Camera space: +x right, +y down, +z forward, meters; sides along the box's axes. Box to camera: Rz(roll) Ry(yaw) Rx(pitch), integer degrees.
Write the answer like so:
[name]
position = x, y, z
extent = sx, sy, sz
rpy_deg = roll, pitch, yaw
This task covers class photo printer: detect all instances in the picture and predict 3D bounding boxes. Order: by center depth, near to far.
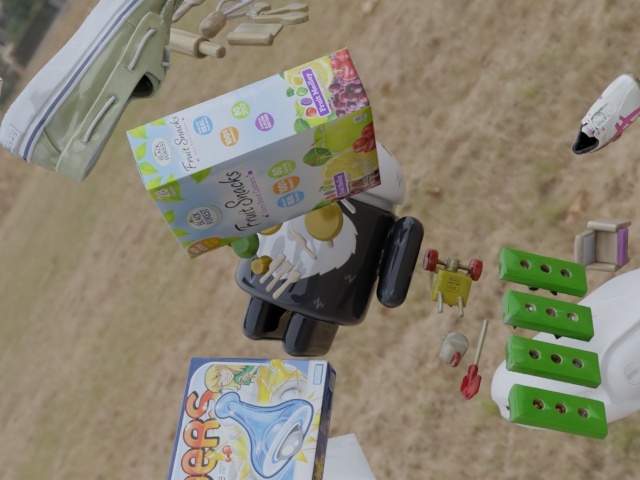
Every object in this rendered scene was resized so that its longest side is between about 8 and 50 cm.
[photo printer]
position = 0.382, 0.140, 1.464
extent = 0.307, 0.107, 0.256
rpy_deg = -32, 3, -27

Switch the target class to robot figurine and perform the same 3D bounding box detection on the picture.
[robot figurine]
position = -0.003, -0.001, 1.350
extent = 0.173, 0.209, 0.278
rpy_deg = -154, 83, -75

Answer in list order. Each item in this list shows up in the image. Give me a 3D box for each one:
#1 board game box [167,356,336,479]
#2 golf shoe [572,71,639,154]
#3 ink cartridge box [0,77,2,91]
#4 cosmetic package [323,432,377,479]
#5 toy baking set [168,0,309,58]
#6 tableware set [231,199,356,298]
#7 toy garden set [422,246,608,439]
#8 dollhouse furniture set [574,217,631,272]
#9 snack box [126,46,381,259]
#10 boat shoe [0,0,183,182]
[board game box]
position = -0.066, 0.203, 0.991
extent = 0.136, 0.035, 0.201
rpy_deg = -1, 62, 17
[golf shoe]
position = 0.469, -0.199, 1.820
extent = 0.086, 0.067, 0.186
rpy_deg = -35, -19, -24
[ink cartridge box]
position = -0.509, -0.209, 1.544
extent = 0.143, 0.090, 0.092
rpy_deg = 46, 131, 29
[cosmetic package]
position = -0.028, 0.405, 1.673
extent = 0.225, 0.224, 0.138
rpy_deg = -124, 23, -79
[toy baking set]
position = -0.128, -0.284, 1.477
extent = 0.256, 0.030, 0.196
rpy_deg = 19, 35, 40
[tableware set]
position = -0.032, -0.018, 1.233
extent = 0.154, 0.104, 0.024
rpy_deg = -49, -17, 23
[toy garden set]
position = 0.216, 0.114, 1.299
extent = 0.049, 0.203, 0.244
rpy_deg = 111, 168, -47
[dollhouse furniture set]
position = 0.527, 0.131, 1.678
extent = 0.303, 0.198, 0.287
rpy_deg = 7, 104, 35
[snack box]
position = -0.053, -0.074, 1.030
extent = 0.174, 0.207, 0.070
rpy_deg = 72, 177, -68
[boat shoe]
position = -0.200, -0.177, 1.115
extent = 0.302, 0.094, 0.109
rpy_deg = -59, 6, -29
